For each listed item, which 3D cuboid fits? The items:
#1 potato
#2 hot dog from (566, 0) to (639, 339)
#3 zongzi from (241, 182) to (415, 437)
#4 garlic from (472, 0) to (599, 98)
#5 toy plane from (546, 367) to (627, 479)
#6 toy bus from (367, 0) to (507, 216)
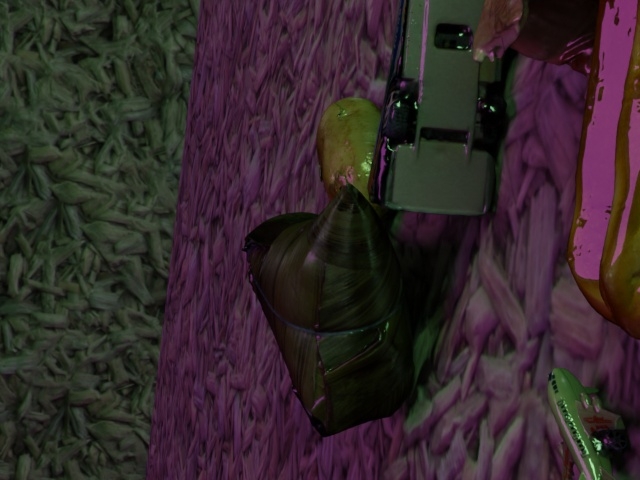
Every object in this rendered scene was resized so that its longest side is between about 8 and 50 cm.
[{"bbox_3d":[0.039,-0.086,1.364,0.107,0.080,0.170,-53,32,42],"label":"potato"},{"bbox_3d":[0.211,-0.094,0.707,0.135,0.100,0.337,-150,67,-82],"label":"hot dog"},{"bbox_3d":[0.000,0.000,1.235,0.286,0.138,0.300,-119,17,-48],"label":"zongzi"},{"bbox_3d":[0.177,-0.180,0.887,0.174,0.099,0.124,145,141,-68],"label":"garlic"},{"bbox_3d":[0.181,0.135,0.848,0.102,0.040,0.111,114,156,-46],"label":"toy plane"},{"bbox_3d":[0.109,-0.184,1.101,0.138,0.112,0.317,-121,38,-82],"label":"toy bus"}]
